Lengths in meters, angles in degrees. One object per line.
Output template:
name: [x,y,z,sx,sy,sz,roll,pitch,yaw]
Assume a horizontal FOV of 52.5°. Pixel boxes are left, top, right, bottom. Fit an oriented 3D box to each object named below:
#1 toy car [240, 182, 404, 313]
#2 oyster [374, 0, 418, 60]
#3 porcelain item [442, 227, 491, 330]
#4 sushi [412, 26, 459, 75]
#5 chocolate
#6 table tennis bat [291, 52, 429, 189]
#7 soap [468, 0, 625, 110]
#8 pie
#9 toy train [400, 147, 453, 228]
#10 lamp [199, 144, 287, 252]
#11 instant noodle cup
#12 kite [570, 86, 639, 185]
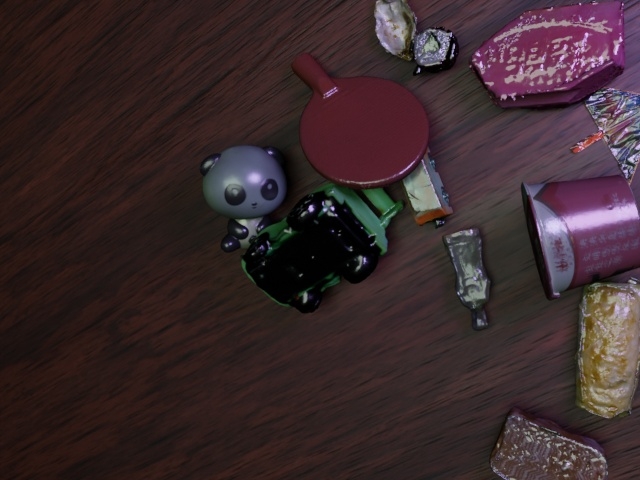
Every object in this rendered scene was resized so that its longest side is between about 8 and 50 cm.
toy car: [0.000,0.000,1.449,0.358,0.176,0.213,-35,111,30]
oyster: [0.170,-0.460,1.413,0.103,0.051,0.148,-7,90,41]
porcelain item: [0.322,0.083,1.377,0.081,0.069,0.216,-14,87,11]
sushi: [0.242,-0.395,1.370,0.094,0.084,0.098,3,99,19]
chocolate: [0.468,0.444,1.329,0.214,0.093,0.148,23,103,20]
table tennis bat: [0.061,-0.272,1.402,0.268,0.051,0.415,-34,60,-6]
soap: [0.439,-0.355,1.276,0.289,0.112,0.182,0,84,25]
pie: [0.573,0.210,1.285,0.128,0.068,0.282,5,92,21]
toy train: [0.222,-0.116,1.389,0.072,0.099,0.188,-22,84,22]
lamp: [-0.174,-0.101,1.516,0.197,0.198,0.244,5,112,22]
instant noodle cup: [0.492,-0.017,1.229,0.178,0.235,0.235,-13,89,13]
kite: [0.585,-0.222,1.279,0.189,0.009,0.232,-30,82,21]
